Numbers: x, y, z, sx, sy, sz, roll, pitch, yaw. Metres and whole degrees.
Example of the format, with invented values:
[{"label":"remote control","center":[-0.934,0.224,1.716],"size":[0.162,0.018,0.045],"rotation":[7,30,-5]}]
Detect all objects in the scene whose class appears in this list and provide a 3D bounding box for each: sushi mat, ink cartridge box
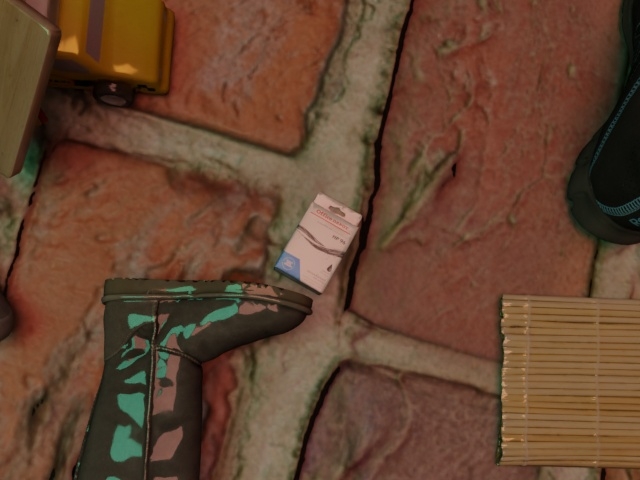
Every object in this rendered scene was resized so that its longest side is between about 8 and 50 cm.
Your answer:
[{"label":"sushi mat","center":[0.312,0.129,0.566],"size":[0.316,0.019,0.151],"rotation":[3,80,-5]},{"label":"ink cartridge box","center":[0.000,0.000,0.551],"size":[0.048,0.028,0.083],"rotation":[29,79,-1]}]

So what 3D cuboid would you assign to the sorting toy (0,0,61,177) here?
[{"label":"sorting toy","center":[-0.259,-0.134,0.479],"size":[0.132,0.046,0.274],"rotation":[36,122,3]}]

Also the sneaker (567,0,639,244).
[{"label":"sneaker","center":[0.336,-0.160,0.552],"size":[0.125,0.139,0.341],"rotation":[20,79,0]}]

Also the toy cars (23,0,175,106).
[{"label":"toy cars","center":[-0.298,-0.250,0.532],"size":[0.393,0.087,0.176],"rotation":[43,80,2]}]

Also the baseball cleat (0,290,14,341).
[{"label":"baseball cleat","center":[-0.315,-0.008,0.488],"size":[0.206,0.072,0.109],"rotation":[37,111,1]}]

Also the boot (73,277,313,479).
[{"label":"boot","center":[-0.102,0.138,0.497],"size":[0.189,0.076,0.208],"rotation":[-1,74,9]}]
